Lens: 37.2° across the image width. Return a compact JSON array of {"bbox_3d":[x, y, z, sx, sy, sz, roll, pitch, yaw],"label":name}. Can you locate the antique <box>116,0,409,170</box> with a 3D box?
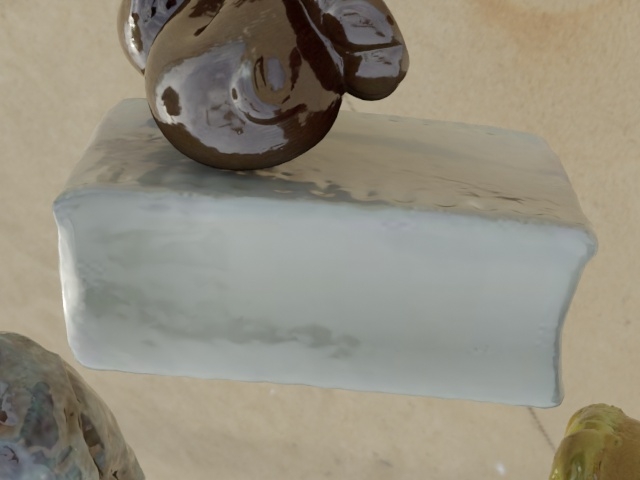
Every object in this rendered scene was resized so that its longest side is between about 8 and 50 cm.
[{"bbox_3d":[-0.061,-0.132,0.633,0.257,0.143,0.121,49,171,49],"label":"antique"}]

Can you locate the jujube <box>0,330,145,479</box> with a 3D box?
[{"bbox_3d":[-0.275,0.227,0.835,0.226,0.226,0.317,14,140,23],"label":"jujube"}]

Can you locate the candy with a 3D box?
[{"bbox_3d":[0.000,0.001,0.675,0.359,0.208,0.145,4,115,0],"label":"candy"}]

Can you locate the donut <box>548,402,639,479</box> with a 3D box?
[{"bbox_3d":[0.255,0.288,0.852,0.128,0.208,0.261,13,112,21],"label":"donut"}]
